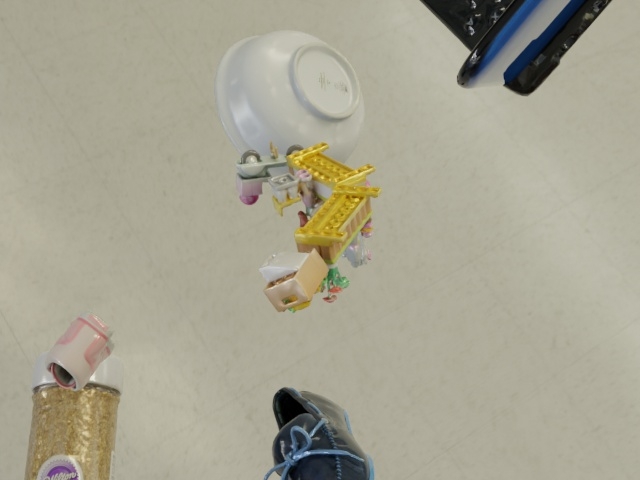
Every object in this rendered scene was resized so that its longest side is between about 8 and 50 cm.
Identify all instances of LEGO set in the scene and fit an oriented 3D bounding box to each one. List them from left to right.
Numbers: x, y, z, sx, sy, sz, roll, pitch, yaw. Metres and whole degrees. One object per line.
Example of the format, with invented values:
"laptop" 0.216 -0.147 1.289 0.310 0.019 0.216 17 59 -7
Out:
"LEGO set" 0.000 0.000 0.844 0.132 0.107 0.287 -12 30 -5

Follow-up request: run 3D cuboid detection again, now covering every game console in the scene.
"game console" 0.157 -0.248 0.540 0.173 0.293 0.250 18 30 -46

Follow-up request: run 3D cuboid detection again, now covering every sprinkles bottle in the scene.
"sprinkles bottle" -0.327 0.324 1.152 0.121 0.121 0.356 3 65 -11

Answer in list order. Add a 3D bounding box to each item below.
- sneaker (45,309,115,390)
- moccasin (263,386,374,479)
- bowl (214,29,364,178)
"sneaker" -0.242 0.114 0.882 0.051 0.134 0.070 34 70 -5
"moccasin" -0.019 0.299 1.198 0.116 0.342 0.138 31 91 -12
"bowl" -0.025 -0.249 1.537 0.297 0.134 0.298 15 63 -33
